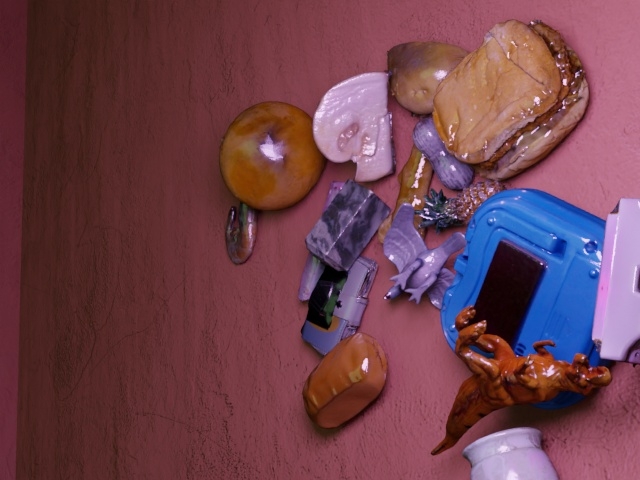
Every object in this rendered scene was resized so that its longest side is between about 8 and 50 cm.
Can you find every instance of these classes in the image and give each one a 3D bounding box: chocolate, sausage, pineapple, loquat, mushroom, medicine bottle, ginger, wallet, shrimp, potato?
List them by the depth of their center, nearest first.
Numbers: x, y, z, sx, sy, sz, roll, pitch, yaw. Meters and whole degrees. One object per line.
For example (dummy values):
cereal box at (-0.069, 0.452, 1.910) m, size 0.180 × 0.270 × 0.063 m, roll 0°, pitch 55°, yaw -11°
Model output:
medicine bottle at (0.322, 0.398, 1.443) m, size 0.147 × 0.147 × 0.143 m, roll -38°, pitch 50°, yaw 37°
pineapple at (0.279, -0.066, 1.636) m, size 0.221 × 0.083 × 0.103 m, roll -10°, pitch 33°, yaw 51°
chocolate at (0.243, -0.169, 1.703) m, size 0.072 × 0.072 × 0.167 m, roll -34°, pitch 88°, yaw 39°
ginger at (0.204, -0.120, 1.782) m, size 0.118 × 0.065 × 0.299 m, roll 23°, pitch 95°, yaw 42°
potato at (0.201, -0.336, 1.794) m, size 0.243 × 0.098 × 0.138 m, roll 3°, pitch 68°, yaw 50°
sausage at (0.048, 0.298, 1.807) m, size 0.241 × 0.120 × 0.136 m, roll -49°, pitch 33°, yaw 30°
mushroom at (0.062, -0.249, 1.868) m, size 0.162 × 0.173 × 0.236 m, roll -111°, pitch 16°, yaw -73°
wallet at (0.035, 0.132, 1.908) m, size 0.170 × 0.069 × 0.231 m, roll 28°, pitch 101°, yaw 54°
loquat at (-0.115, -0.199, 2.049) m, size 0.263 × 0.263 × 0.263 m, roll -16°, pitch 68°, yaw 46°
shrimp at (-0.209, -0.065, 2.253) m, size 0.143 × 0.052 × 0.251 m, roll 7°, pitch 86°, yaw 52°

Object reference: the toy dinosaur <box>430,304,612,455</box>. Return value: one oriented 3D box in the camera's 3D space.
toy dinosaur at (0.275, 0.215, 1.409) m, size 0.208 × 0.097 × 0.432 m, roll 55°, pitch 142°, yaw -1°

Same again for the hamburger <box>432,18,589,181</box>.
hamburger at (0.350, -0.258, 1.592) m, size 0.283 × 0.144 × 0.259 m, roll -41°, pitch 48°, yaw 40°

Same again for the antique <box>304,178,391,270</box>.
antique at (0.055, -0.028, 1.869) m, size 0.183 × 0.086 × 0.088 m, roll -54°, pitch 43°, yaw -2°

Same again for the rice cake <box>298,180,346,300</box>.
rice cake at (0.002, -0.001, 1.993) m, size 0.081 × 0.051 × 0.290 m, roll 26°, pitch 100°, yaw 57°

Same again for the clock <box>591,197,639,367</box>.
clock at (0.502, 0.067, 1.291) m, size 0.083 × 0.186 × 0.253 m, roll 3°, pitch 83°, yaw 52°

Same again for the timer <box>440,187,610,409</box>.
timer at (0.355, 0.098, 1.457) m, size 0.309 × 0.115 × 0.340 m, roll 33°, pitch 117°, yaw 38°

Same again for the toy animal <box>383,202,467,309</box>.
toy animal at (0.196, 0.051, 1.679) m, size 0.255 × 0.176 × 0.239 m, roll -39°, pitch 91°, yaw 28°
